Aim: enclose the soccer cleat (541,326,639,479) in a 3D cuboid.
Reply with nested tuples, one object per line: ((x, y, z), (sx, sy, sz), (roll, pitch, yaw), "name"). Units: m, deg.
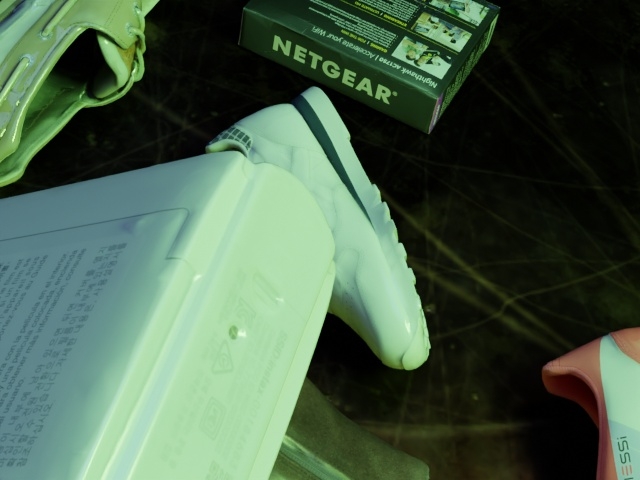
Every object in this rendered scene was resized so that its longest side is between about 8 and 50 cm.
((0.217, 0.192, 0.660), (0.116, 0.109, 0.318), (-12, 54, 6), "soccer cleat")

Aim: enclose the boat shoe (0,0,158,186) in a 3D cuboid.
((-0.180, -0.150, 0.848), (0.103, 0.113, 0.302), (34, 64, 15), "boat shoe")

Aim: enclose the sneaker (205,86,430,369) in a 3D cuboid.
((0.000, 0.000, 0.783), (0.094, 0.090, 0.235), (-21, 54, -10), "sneaker")

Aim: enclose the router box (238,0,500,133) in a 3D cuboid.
((0.041, -0.178, 0.945), (0.178, 0.046, 0.133), (27, 53, 11), "router box")

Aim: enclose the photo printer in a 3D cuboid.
((-0.163, 0.089, 0.571), (0.307, 0.107, 0.256), (-9, 46, 36), "photo printer")

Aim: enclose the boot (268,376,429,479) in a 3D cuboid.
((-0.030, 0.101, 0.703), (0.206, 0.090, 0.248), (25, 50, -5), "boot")
